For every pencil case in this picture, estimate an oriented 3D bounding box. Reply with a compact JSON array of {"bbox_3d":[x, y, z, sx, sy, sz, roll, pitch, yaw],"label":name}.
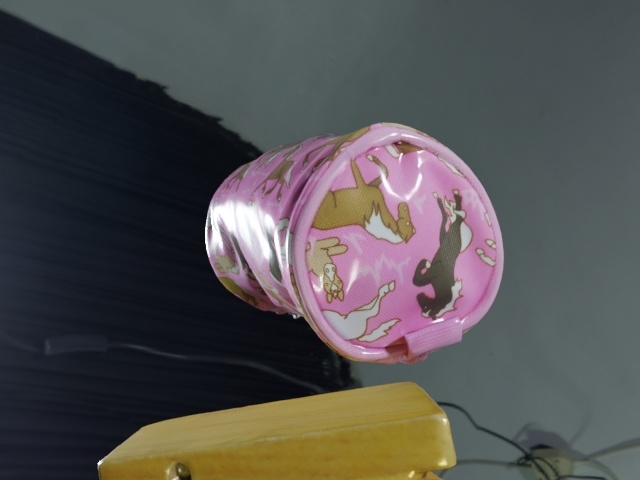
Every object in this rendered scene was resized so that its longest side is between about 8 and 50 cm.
[{"bbox_3d":[0.000,0.000,0.645,0.160,0.167,0.386,-56,15,-9],"label":"pencil case"}]

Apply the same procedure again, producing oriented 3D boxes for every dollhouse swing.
[{"bbox_3d":[0.030,0.280,0.543,0.315,0.305,0.347,-14,86,21],"label":"dollhouse swing"}]
